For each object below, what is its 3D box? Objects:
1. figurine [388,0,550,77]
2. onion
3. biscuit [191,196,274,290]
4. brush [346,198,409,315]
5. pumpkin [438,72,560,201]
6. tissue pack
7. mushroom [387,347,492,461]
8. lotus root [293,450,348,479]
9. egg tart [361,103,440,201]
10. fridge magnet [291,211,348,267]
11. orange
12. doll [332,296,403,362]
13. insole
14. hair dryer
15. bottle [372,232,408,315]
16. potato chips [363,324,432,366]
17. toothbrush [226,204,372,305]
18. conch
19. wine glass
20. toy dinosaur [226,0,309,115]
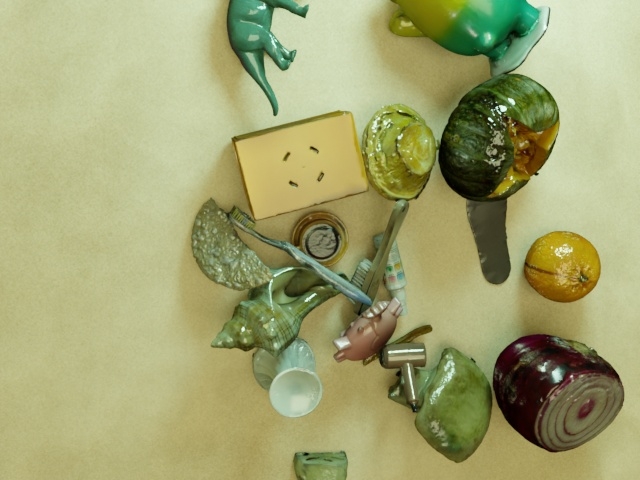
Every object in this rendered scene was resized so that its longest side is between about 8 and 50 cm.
[{"bbox_3d":[0.325,-0.533,1.754,0.340,0.231,0.324,27,139,-20],"label":"figurine"},{"bbox_3d":[0.589,0.377,2.009,0.337,0.260,0.281,7,110,-31],"label":"onion"},{"bbox_3d":[-0.228,0.031,1.829,0.133,0.032,0.250,-40,77,5],"label":"biscuit"},{"bbox_3d":[0.133,0.037,1.897,0.065,0.070,0.327,33,121,24],"label":"brush"},{"bbox_3d":[0.416,-0.237,1.820,0.320,0.192,0.320,-31,143,-27],"label":"pumpkin"},{"bbox_3d":[-0.052,-0.182,1.810,0.275,0.145,0.194,-15,107,-8],"label":"tissue pack"},{"bbox_3d":[0.343,0.422,2.008,0.217,0.212,0.292,-43,101,9],"label":"mushroom"},{"bbox_3d":[0.006,0.628,2.047,0.143,0.070,0.144,-6,104,-9],"label":"lotus root"},{"bbox_3d":[0.200,-0.208,1.835,0.241,0.106,0.240,3,85,-40],"label":"egg tart"},{"bbox_3d":[0.000,0.000,1.903,0.143,0.063,0.143,-2,102,-7],"label":"fridge magnet"},{"bbox_3d":[0.621,0.069,1.992,0.193,0.161,0.193,-1,98,-10],"label":"orange"},{"bbox_3d":[0.120,0.224,1.912,0.211,0.262,0.093,-32,67,-20],"label":"doll"},{"bbox_3d":[0.437,-0.039,2.010,0.111,0.007,0.327,-13,105,-6],"label":"insole"},{"bbox_3d":[0.215,0.342,1.947,0.117,0.181,0.064,-3,147,-7],"label":"hair dryer"},{"bbox_3d":[0.184,0.088,1.961,0.060,0.060,0.217,-18,104,-7],"label":"bottle"},{"bbox_3d":[0.198,0.271,2.023,0.204,0.037,0.026,-27,97,1],"label":"potato chips"},{"bbox_3d":[-0.044,0.044,1.851,0.413,0.035,0.042,34,121,-13],"label":"toothbrush"},{"bbox_3d":[-0.107,0.155,1.881,0.386,0.170,0.203,-36,119,-40],"label":"conch"},{"bbox_3d":[-0.077,0.336,1.899,0.165,0.196,0.164,-3,106,-11],"label":"wine glass"},{"bbox_3d":[-0.199,-0.510,1.741,0.331,0.129,0.383,17,100,-4],"label":"toy dinosaur"}]
